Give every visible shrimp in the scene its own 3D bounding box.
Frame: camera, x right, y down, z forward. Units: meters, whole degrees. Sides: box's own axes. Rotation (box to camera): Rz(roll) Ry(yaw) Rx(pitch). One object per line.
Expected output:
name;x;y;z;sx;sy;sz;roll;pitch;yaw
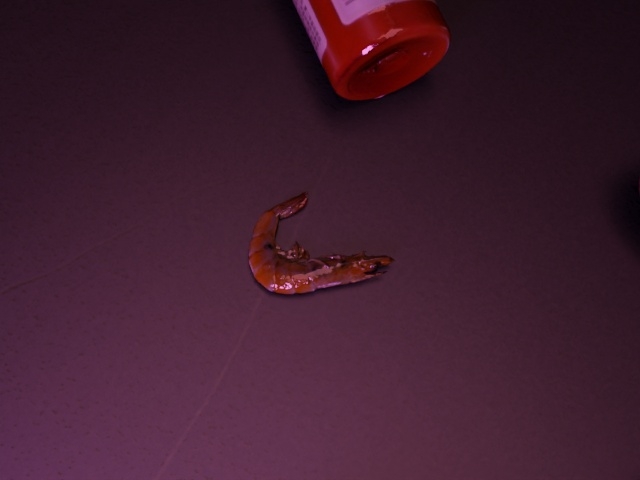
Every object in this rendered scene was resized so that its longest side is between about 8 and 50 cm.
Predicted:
shrimp;0.000;0.000;0.708;0.114;0.023;0.083;-4;70;-3

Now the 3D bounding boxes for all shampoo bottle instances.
shampoo bottle;0.006;-0.259;0.748;0.104;0.104;0.278;-21;76;-12

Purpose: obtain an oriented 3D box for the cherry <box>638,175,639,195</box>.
cherry;0.349;-0.010;0.715;0.225;0.090;0.107;30;60;-5
